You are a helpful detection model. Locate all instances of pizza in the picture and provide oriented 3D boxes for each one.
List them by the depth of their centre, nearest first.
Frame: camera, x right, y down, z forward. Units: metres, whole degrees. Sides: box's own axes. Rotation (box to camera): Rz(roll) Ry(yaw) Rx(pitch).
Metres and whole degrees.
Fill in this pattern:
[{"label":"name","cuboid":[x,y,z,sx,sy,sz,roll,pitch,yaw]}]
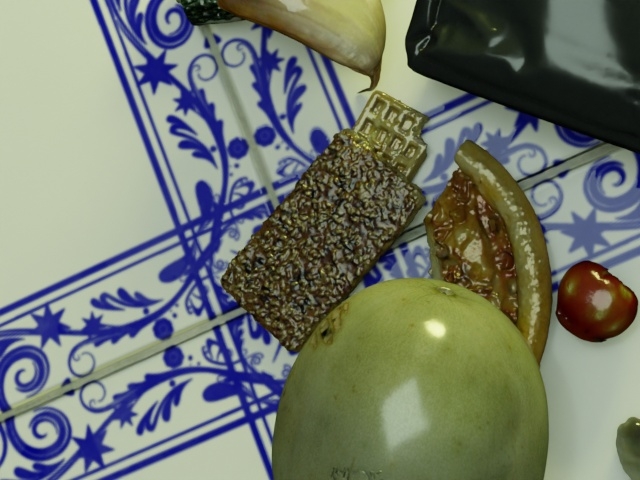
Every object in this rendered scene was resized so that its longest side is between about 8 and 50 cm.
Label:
[{"label":"pizza","cuboid":[0.174,0.027,1.582,0.134,0.056,0.271,-3,81,11]}]

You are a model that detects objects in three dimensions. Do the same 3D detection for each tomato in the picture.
[{"label":"tomato","cuboid":[0.278,0.065,1.534,0.087,0.087,0.075,39,96,17]}]

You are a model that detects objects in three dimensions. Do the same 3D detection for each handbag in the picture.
[{"label":"handbag","cuboid":[0.267,-0.255,1.537,0.302,0.178,0.275,23,103,18]}]

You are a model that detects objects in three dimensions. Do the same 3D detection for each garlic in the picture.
[{"label":"garlic","cuboid":[-0.003,-0.243,1.590,0.207,0.115,0.128,34,107,-8]}]

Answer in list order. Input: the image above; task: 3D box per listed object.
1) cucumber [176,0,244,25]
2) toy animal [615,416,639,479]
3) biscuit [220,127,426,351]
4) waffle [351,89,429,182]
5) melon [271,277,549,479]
[{"label":"cucumber","cuboid":[-0.048,-0.287,1.682,0.265,0.077,0.077,-5,81,12]},{"label":"toy animal","cuboid":[0.435,0.216,1.426,0.308,0.188,0.266,23,97,14]},{"label":"biscuit","cuboid":[0.000,0.000,1.635,0.131,0.025,0.231,41,101,15]},{"label":"waffle","cuboid":[0.065,-0.089,1.647,0.092,0.021,0.135,30,92,19]},{"label":"melon","cuboid":[0.084,0.204,1.467,0.268,0.268,0.330,18,104,17]}]
